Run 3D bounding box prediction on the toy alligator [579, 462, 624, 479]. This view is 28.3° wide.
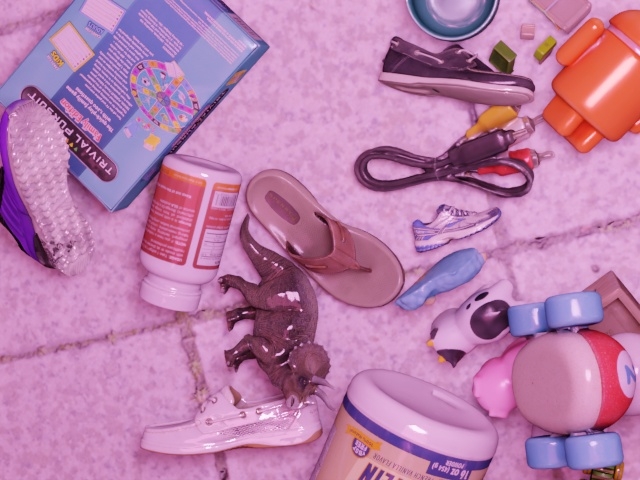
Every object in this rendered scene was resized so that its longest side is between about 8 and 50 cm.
[{"bbox_3d":[0.401,0.376,1.842,0.056,0.051,0.190,12,99,9],"label":"toy alligator"}]

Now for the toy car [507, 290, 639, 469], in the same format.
[{"bbox_3d":[0.393,0.178,1.672,0.237,0.210,0.219,-5,82,-18],"label":"toy car"}]

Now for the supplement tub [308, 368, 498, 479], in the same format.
[{"bbox_3d":[0.095,0.368,1.809,0.228,0.228,0.316,23,100,7],"label":"supplement tub"}]

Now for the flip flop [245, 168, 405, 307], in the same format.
[{"bbox_3d":[0.000,0.000,1.858,0.277,0.080,0.112,42,102,4],"label":"flip flop"}]

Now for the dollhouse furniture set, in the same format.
[{"bbox_3d":[0.309,-0.300,1.794,0.076,0.058,0.151,44,83,10],"label":"dollhouse furniture set"}]

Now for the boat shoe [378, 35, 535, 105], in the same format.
[{"bbox_3d":[0.193,-0.238,1.774,0.233,0.084,0.079,14,83,29],"label":"boat shoe"}]

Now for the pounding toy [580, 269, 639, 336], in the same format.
[{"bbox_3d":[0.387,0.122,1.803,0.141,0.100,0.130,-38,103,15],"label":"pounding toy"}]

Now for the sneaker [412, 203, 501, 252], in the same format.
[{"bbox_3d":[0.194,-0.028,1.834,0.135,0.052,0.058,-20,89,12],"label":"sneaker"}]

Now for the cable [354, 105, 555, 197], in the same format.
[{"bbox_3d":[0.197,-0.111,1.834,0.287,0.072,0.140,-17,101,24],"label":"cable"}]

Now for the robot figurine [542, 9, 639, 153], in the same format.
[{"bbox_3d":[0.404,-0.225,1.731,0.158,0.128,0.219,45,102,10],"label":"robot figurine"}]

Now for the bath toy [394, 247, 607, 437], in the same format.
[{"bbox_3d":[0.259,0.184,1.806,0.129,0.151,0.348,-40,91,-31],"label":"bath toy"}]

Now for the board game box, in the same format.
[{"bbox_3d":[-0.282,-0.251,1.881,0.254,0.079,0.336,44,102,3],"label":"board game box"}]

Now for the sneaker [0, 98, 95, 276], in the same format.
[{"bbox_3d":[-0.442,-0.080,1.874,0.146,0.102,0.293,18,133,32],"label":"sneaker"}]

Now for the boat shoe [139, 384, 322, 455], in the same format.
[{"bbox_3d":[-0.138,0.264,1.911,0.277,0.098,0.096,-7,95,2],"label":"boat shoe"}]

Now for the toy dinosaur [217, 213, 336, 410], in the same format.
[{"bbox_3d":[-0.064,0.116,1.879,0.160,0.121,0.314,-8,68,4],"label":"toy dinosaur"}]

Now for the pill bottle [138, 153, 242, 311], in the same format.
[{"bbox_3d":[-0.199,-0.011,1.873,0.121,0.121,0.216,17,99,8],"label":"pill bottle"}]

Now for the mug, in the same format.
[{"bbox_3d":[0.181,-0.355,1.773,0.129,0.097,0.158,-25,91,13],"label":"mug"}]
